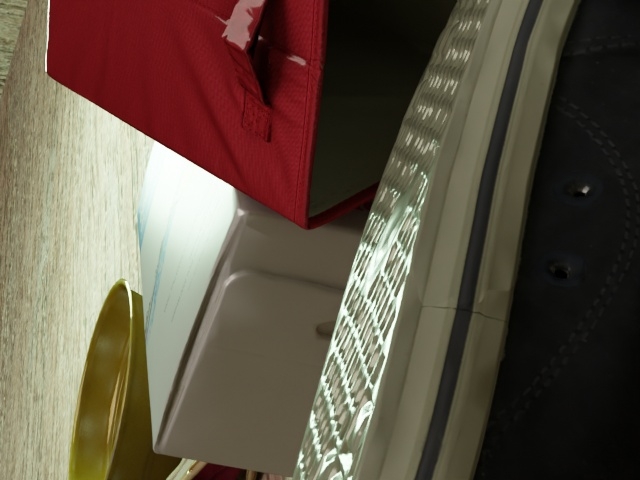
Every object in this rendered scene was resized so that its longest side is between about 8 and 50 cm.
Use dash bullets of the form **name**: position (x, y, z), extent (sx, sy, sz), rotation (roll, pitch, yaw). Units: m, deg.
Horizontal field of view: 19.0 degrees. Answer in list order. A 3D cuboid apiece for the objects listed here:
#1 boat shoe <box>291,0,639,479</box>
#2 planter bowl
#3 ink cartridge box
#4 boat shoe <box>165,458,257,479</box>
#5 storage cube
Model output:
- **boat shoe**: position (0.113, -0.026, 0.754), extent (0.187, 0.156, 0.500), rotation (117, 173, -51)
- **planter bowl**: position (-0.147, 0.147, 1.627), extent (0.217, 0.090, 0.217), rotation (-168, 90, -75)
- **ink cartridge box**: position (0.000, 0.000, 1.073), extent (0.232, 0.171, 0.168), rotation (-101, 27, -54)
- **boat shoe**: position (-0.089, 0.201, 1.444), extent (0.059, 0.063, 0.170), rotation (-96, 23, -61)
- **storage cube**: position (-0.009, -0.151, 0.956), extent (0.193, 0.215, 0.183), rotation (31, 132, 32)
